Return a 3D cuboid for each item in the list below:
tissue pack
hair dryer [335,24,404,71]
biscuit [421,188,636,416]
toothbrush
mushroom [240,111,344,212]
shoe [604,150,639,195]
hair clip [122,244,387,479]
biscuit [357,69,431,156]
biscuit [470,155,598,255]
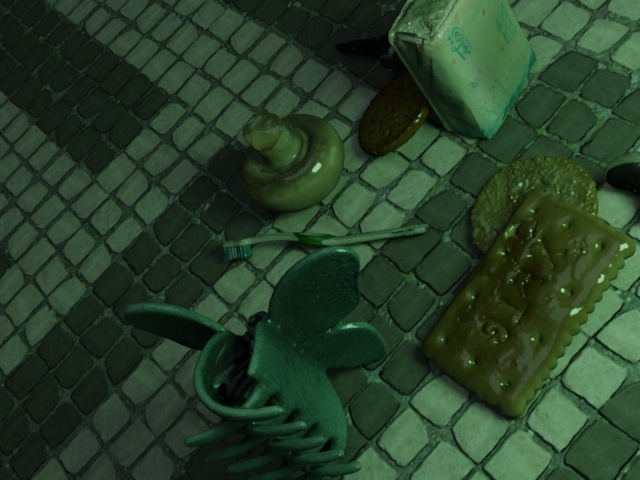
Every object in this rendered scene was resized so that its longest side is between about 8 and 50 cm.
[{"bbox_3d":[0.247,-0.329,1.782,0.124,0.271,0.201,13,67,40],"label":"tissue pack"},{"bbox_3d":[0.117,-0.407,2.074,0.219,0.075,0.195,1,50,42],"label":"hair dryer"},{"bbox_3d":[0.307,0.086,1.583,0.217,0.044,0.324,36,91,44],"label":"biscuit"},{"bbox_3d":[-0.001,-0.005,1.871,0.418,0.042,0.040,-8,95,28],"label":"toothbrush"},{"bbox_3d":[-0.065,-0.157,1.911,0.204,0.204,0.204,-17,52,22],"label":"mushroom"},{"bbox_3d":[0.507,-0.074,1.581,0.169,0.071,0.099,6,66,32],"label":"shoe"},{"bbox_3d":[-0.070,0.220,1.575,0.392,0.318,0.238,-16,53,20],"label":"hair clip"},{"bbox_3d":[0.140,-0.235,1.920,0.188,0.027,0.187,-38,34,31],"label":"biscuit"},{"bbox_3d":[0.342,-0.048,1.690,0.220,0.033,0.219,-18,50,23],"label":"biscuit"}]
